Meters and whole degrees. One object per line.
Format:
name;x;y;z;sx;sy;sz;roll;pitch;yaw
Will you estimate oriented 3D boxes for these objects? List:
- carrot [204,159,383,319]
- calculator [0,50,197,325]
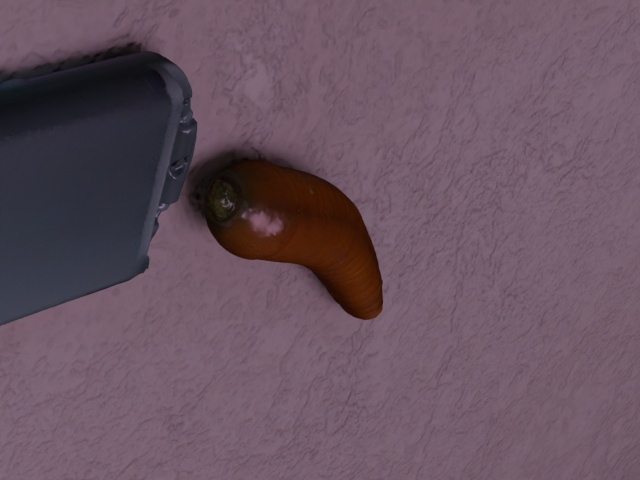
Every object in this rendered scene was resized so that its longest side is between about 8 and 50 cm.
carrot;0.001;0.000;1.188;0.271;0.062;0.066;26;68;-64
calculator;-0.158;-0.017;0.953;0.246;0.045;0.141;-21;139;-42
